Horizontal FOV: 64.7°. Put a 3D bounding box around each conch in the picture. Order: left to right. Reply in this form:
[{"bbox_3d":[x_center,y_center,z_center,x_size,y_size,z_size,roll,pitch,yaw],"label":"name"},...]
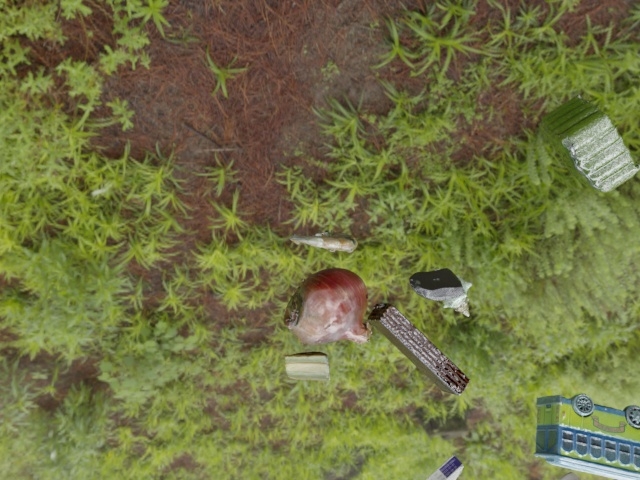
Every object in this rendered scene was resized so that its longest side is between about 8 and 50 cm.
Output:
[{"bbox_3d":[0.572,0.225,2.119,0.138,0.114,0.233,-13,119,13],"label":"conch"}]

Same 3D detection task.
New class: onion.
[{"bbox_3d":[0.025,0.259,1.981,0.354,0.353,0.353,-7,141,-6],"label":"onion"}]

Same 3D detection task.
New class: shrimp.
[{"bbox_3d":[0.000,0.000,1.822,0.247,0.085,0.360,6,-178,-14],"label":"shrimp"}]

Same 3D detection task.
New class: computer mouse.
[{"bbox_3d":[0.413,0.165,1.827,0.217,0.122,0.073,-5,133,-23],"label":"computer mouse"}]

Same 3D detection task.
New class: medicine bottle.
[{"bbox_3d":[0.345,0.770,1.557,0.201,0.052,0.171,-29,143,-25],"label":"medicine bottle"}]

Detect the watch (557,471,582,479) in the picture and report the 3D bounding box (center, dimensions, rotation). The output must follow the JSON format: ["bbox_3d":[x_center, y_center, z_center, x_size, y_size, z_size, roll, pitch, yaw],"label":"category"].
[{"bbox_3d":[0.444,0.566,0.903,0.244,0.196,0.231,-21,129,-33],"label":"watch"}]

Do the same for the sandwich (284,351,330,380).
[{"bbox_3d":[-0.041,0.380,1.515,0.114,0.079,0.163,-5,173,-10],"label":"sandwich"}]

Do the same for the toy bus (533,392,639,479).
[{"bbox_3d":[0.758,0.533,1.367,0.313,0.190,0.152,12,158,2],"label":"toy bus"}]

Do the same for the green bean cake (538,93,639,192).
[{"bbox_3d":[0.802,-0.284,1.524,0.156,0.246,0.250,-35,113,20],"label":"green bean cake"}]

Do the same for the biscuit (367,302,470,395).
[{"bbox_3d":[0.313,0.351,1.635,0.388,0.073,0.107,44,161,-9],"label":"biscuit"}]
